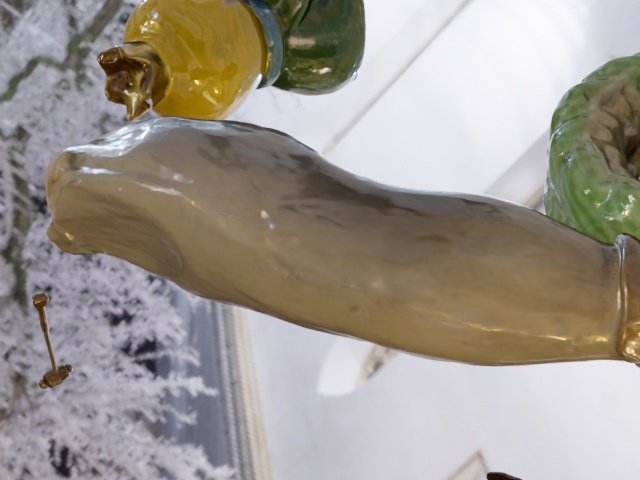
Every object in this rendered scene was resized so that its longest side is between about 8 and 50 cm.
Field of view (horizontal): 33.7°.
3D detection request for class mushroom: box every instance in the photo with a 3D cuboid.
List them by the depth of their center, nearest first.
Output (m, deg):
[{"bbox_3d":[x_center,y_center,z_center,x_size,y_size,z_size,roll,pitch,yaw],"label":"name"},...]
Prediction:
[{"bbox_3d":[0.000,0.001,0.544,0.351,0.097,0.109,16,-157,29],"label":"mushroom"}]

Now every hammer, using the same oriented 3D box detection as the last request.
[{"bbox_3d":[-0.198,0.073,0.767,0.029,0.123,0.014,-35,-115,-27],"label":"hammer"}]

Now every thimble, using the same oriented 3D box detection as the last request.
[{"bbox_3d":[0.251,-0.019,0.665,0.219,0.219,0.150,-114,10,-49],"label":"thimble"}]

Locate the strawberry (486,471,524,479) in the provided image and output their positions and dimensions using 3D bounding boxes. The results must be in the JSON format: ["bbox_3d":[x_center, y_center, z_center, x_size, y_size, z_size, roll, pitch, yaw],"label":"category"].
[{"bbox_3d":[0.215,0.337,0.838,0.150,0.280,0.253,-41,-59,-34],"label":"strawberry"}]

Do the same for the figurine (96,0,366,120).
[{"bbox_3d":[-0.078,-0.187,0.843,0.234,0.127,0.185,-14,-82,-30],"label":"figurine"}]
